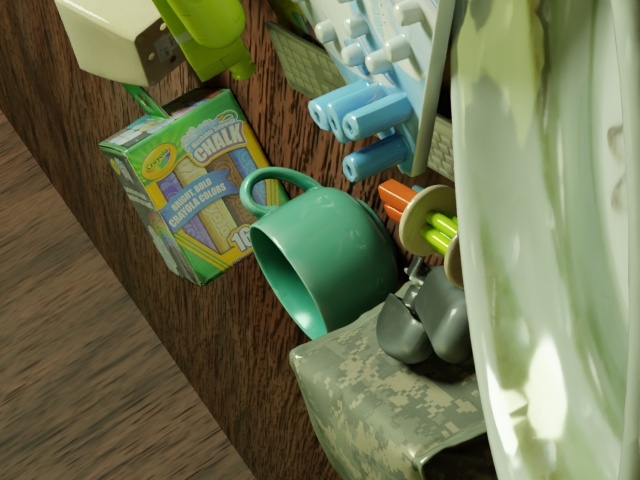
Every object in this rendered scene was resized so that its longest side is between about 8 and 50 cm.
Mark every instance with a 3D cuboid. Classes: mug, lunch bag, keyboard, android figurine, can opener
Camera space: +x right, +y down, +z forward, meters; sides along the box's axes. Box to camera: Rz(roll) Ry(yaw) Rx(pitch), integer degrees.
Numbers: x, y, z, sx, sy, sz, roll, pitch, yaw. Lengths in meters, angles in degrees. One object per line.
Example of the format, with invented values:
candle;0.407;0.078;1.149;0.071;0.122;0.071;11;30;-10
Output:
mug;0.005;0.006;1.403;0.129;0.097;0.157;34;152;58
lunch bag;0.125;0.214;1.307;0.235;0.169;0.287;33;148;58
keyboard;0.052;-0.089;1.125;0.256;0.014;0.072;33;164;37
android figurine;-0.121;-0.226;1.132;0.273;0.056;0.248;57;-177;-43
can opener;0.099;0.065;1.146;0.074;0.093;0.280;27;-178;-5

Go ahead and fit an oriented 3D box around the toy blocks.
toy blocks;0.088;-0.011;1.092;0.123;0.054;0.148;23;-171;-41

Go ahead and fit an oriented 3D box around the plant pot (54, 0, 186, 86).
plant pot;-0.183;-0.218;1.559;0.096;0.109;0.109;34;155;30

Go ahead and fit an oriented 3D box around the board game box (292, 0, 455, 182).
board game box;-0.037;-0.275;0.906;0.390;0.050;0.390;60;165;25

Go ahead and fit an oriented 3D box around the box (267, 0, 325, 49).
box;-0.007;-0.193;1.141;0.105;0.043;0.179;59;163;-8

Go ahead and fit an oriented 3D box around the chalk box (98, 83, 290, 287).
chalk box;-0.139;-0.080;1.632;0.213;0.132;0.132;63;166;-16

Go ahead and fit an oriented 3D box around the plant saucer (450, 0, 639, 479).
plant saucer;0.137;-0.034;0.707;0.400;0.101;0.400;177;90;-87
